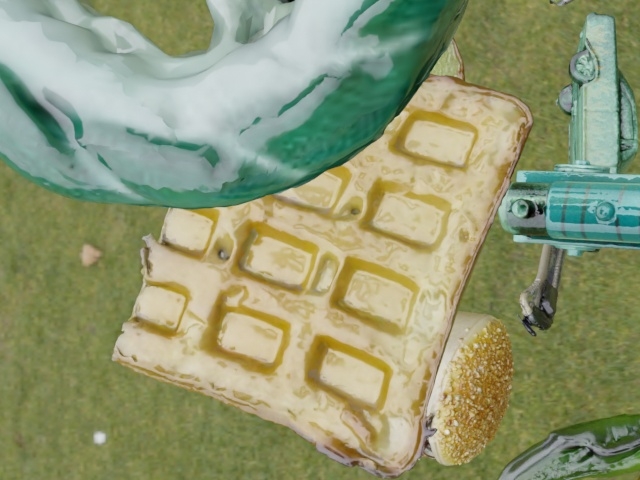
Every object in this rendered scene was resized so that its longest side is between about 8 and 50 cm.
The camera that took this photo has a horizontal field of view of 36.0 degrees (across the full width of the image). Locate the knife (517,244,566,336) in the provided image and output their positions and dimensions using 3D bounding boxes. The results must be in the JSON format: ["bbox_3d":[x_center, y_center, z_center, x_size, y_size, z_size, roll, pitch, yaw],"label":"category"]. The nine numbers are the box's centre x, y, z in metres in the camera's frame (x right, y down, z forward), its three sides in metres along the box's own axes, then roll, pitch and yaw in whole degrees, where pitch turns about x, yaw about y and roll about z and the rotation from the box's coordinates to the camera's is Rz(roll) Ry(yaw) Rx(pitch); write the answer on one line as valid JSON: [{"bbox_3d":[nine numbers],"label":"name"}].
[{"bbox_3d":[0.442,0.062,1.907,0.043,0.365,0.089,-22,108,31],"label":"knife"}]

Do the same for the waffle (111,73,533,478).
[{"bbox_3d":[0.000,-0.001,0.879,0.304,0.077,0.348,19,83,9],"label":"waffle"}]

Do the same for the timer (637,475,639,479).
[{"bbox_3d":[0.301,0.247,0.481,0.376,0.376,0.387,-10,36,42],"label":"timer"}]

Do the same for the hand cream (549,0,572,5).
[{"bbox_3d":[0.477,-0.470,1.699,0.235,0.086,0.055,-25,58,57],"label":"hand cream"}]

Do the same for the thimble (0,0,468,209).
[{"bbox_3d":[-0.050,-0.157,0.406,0.254,0.167,0.288,24,100,0],"label":"thimble"}]

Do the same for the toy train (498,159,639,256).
[{"bbox_3d":[0.353,-0.034,1.127,0.298,0.194,0.120,4,94,33],"label":"toy train"}]

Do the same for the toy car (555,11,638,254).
[{"bbox_3d":[0.387,-0.148,1.376,0.097,0.141,0.321,3,73,6],"label":"toy car"}]

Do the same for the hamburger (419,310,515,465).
[{"bbox_3d":[0.257,0.271,1.832,0.170,0.302,0.302,24,103,26],"label":"hamburger"}]

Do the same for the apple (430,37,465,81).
[{"bbox_3d":[0.102,-0.306,1.753,0.254,0.346,0.179,-31,52,59],"label":"apple"}]

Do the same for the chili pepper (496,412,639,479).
[{"bbox_3d":[0.323,0.182,0.863,0.359,0.085,0.076,-13,60,15],"label":"chili pepper"}]
